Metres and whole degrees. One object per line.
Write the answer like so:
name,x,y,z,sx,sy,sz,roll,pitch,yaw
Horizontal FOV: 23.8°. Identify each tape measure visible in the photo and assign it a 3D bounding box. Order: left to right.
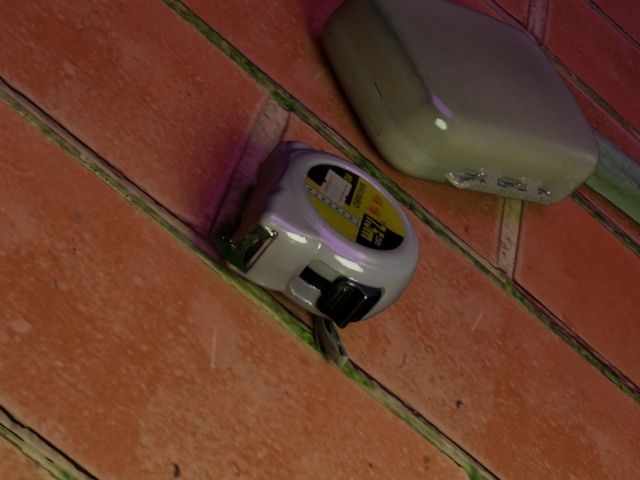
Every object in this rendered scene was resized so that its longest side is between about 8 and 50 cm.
tape measure,0.002,0.003,1.439,0.178,0.105,0.196,35,30,-6

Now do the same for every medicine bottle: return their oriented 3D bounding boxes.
medicine bottle,0.178,-0.175,1.842,0.375,0.123,0.282,7,47,-47

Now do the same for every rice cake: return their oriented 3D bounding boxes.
rice cake,0.402,-0.089,2.089,0.336,0.063,0.066,37,36,-19
